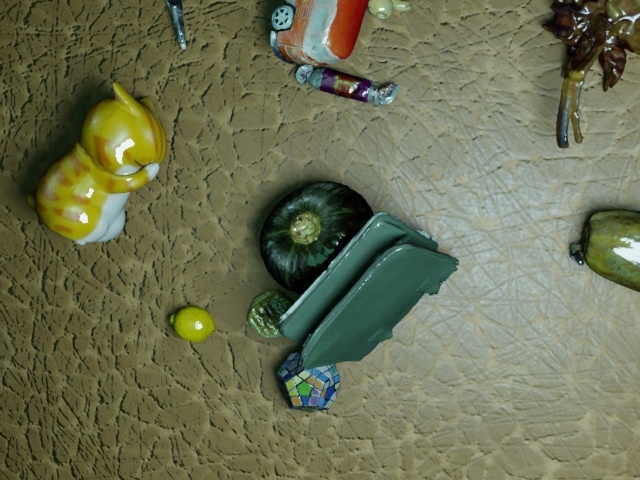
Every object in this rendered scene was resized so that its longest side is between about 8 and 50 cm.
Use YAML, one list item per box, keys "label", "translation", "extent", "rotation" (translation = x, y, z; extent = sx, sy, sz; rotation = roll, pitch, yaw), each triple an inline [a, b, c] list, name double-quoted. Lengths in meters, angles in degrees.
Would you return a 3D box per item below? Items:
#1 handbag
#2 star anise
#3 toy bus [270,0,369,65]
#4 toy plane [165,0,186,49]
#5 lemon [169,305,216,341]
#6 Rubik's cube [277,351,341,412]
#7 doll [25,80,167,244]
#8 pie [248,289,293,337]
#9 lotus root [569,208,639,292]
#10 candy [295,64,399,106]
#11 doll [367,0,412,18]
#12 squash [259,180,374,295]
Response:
- label: "handbag"
  translation: [0.080, 0.088, 1.179]
  extent: [0.247, 0.260, 0.079]
  rotation: [-49, 62, 12]
- label: "star anise"
  translation: [0.442, -0.295, 1.153]
  extent: [0.237, 0.148, 0.346]
  rotation: [32, 88, 1]
- label: "toy bus"
  translation: [0.016, -0.401, 1.194]
  extent: [0.120, 0.121, 0.265]
  rotation: [21, 97, 29]
- label: "toy plane"
  translation: [-0.254, -0.451, 1.253]
  extent: [0.192, 0.088, 0.262]
  rotation: [-9, 94, 7]
- label: "lemon"
  translation: [-0.221, 0.144, 1.313]
  extent: [0.083, 0.062, 0.062]
  rotation: [11, 96, 6]
- label: "Rubik's cube"
  translation: [-0.019, 0.238, 1.280]
  extent: [0.111, 0.111, 0.093]
  rotation: [-38, 117, 8]
- label: "doll"
  translation: [-0.360, -0.114, 1.262]
  extent: [0.162, 0.166, 0.269]
  rotation: [43, 95, 0]
- label: "pie"
  translation: [-0.085, 0.128, 1.316]
  extent: [0.084, 0.020, 0.084]
  rotation: [1, 94, 7]
- label: "lotus root"
  translation: [0.519, 0.025, 1.181]
  extent: [0.241, 0.124, 0.123]
  rotation: [16, 107, 6]
- label: "candy"
  translation: [0.043, -0.258, 1.258]
  extent: [0.175, 0.043, 0.045]
  rotation: [18, 94, 9]
- label: "doll"
  translation: [0.119, -0.394, 1.231]
  extent: [0.093, 0.051, 0.061]
  rotation: [-39, 83, 7]
- label: "squash"
  translation: [-0.002, -0.003, 1.230]
  extent: [0.193, 0.156, 0.193]
  rotation: [2, 94, 28]
